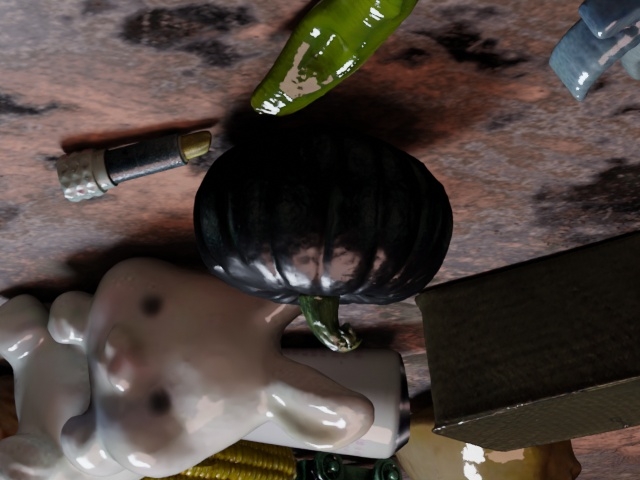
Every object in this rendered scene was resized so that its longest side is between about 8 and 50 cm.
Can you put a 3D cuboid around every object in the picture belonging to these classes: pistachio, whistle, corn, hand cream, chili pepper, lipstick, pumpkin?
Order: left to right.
[{"bbox_3d":[-0.131,-0.058,1.167,0.116,0.037,0.037,-13,160,10],"label":"lipstick"},{"bbox_3d":[-0.169,0.259,1.930,0.131,0.131,0.344,-21,158,38],"label":"corn"},{"bbox_3d":[-0.084,0.166,1.718,0.359,0.118,0.185,3,163,-1],"label":"hand cream"},{"bbox_3d":[0.000,-0.013,1.175,0.194,0.150,0.194,24,157,11],"label":"pumpkin"},{"bbox_3d":[0.016,-0.130,0.974,0.052,0.050,0.202,18,155,-17],"label":"chili pepper"},{"bbox_3d":[0.184,0.258,1.986,0.261,0.162,0.213,-6,145,45],"label":"pistachio"},{"bbox_3d":[0.210,-0.154,0.890,0.180,0.093,0.269,-30,163,-6],"label":"whistle"}]

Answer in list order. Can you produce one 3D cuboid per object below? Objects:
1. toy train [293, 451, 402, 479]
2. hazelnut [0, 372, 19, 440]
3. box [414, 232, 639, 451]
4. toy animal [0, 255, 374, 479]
[{"bbox_3d":[0.031,0.382,2.279,0.105,0.157,0.253,-19,156,35],"label":"toy train"},{"bbox_3d":[-0.335,0.227,1.727,0.182,0.182,0.182,-5,161,-2],"label":"hazelnut"},{"bbox_3d":[0.253,0.105,1.568,0.273,0.143,0.184,-17,157,29],"label":"box"},{"bbox_3d":[-0.116,0.116,1.439,0.368,0.196,0.241,-21,163,42],"label":"toy animal"}]
